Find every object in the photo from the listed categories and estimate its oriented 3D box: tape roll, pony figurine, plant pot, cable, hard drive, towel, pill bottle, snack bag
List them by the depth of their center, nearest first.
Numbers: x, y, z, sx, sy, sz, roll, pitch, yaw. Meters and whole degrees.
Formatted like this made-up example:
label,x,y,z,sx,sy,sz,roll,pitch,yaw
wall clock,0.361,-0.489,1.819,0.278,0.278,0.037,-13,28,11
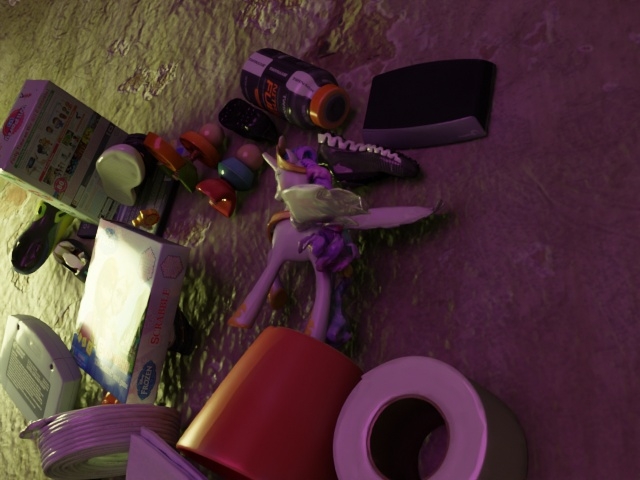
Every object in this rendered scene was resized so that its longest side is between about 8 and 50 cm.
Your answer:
label,x,y,z,sx,sy,sz,roll,pitch,yaw
tape roll,0.164,0.311,1.216,0.246,0.169,0.246,-16,58,28
plant pot,-0.059,0.291,1.337,0.275,0.275,0.243,12,63,38
snack bag,-0.222,0.526,1.355,0.342,0.037,0.323,27,114,35
pony figurine,0.000,0.000,1.451,0.351,0.303,0.364,10,90,40
cable,-0.384,0.371,1.508,0.257,0.257,0.089,-22,61,23
hard drive,0.199,-0.264,1.564,0.254,0.054,0.172,-2,66,34
pill bottle,-0.049,-0.310,1.711,0.245,0.130,0.130,32,87,41
towel,-0.327,-0.219,1.935,0.083,0.009,0.060,-6,64,32

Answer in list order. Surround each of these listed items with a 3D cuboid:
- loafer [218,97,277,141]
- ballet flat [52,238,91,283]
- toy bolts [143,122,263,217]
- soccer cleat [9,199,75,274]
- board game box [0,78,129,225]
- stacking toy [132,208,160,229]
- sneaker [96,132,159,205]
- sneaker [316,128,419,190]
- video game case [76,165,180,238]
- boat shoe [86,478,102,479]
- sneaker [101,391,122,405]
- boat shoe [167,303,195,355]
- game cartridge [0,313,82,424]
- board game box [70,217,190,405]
label,x,y,z,sx,sy,sz,roll,pitch,yaw
loafer,-0.162,-0.259,1.801,0.076,0.078,0.223,-51,32,-4
ballet flat,-0.589,0.038,1.945,0.203,0.074,0.074,32,87,41
toy bolts,-0.238,-0.185,1.749,0.228,0.218,0.158,34,78,23
soccer cleat,-0.666,-0.042,2.025,0.289,0.093,0.121,-57,6,-15
board game box,-0.574,-0.193,1.868,0.097,0.303,0.224,12,74,38
stacking toy,-0.404,0.061,1.809,0.221,0.052,0.167,-47,54,17
sneaker,-0.417,-0.190,1.811,0.296,0.104,0.147,132,160,-69
sneaker,0.082,-0.136,1.571,0.234,0.078,0.106,20,94,32
video game case,-0.454,-0.094,1.949,0.274,0.026,0.196,1,67,36
boat shoe,-0.470,0.471,1.637,0.073,0.080,0.224,-26,59,15
sneaker,-0.384,0.345,1.647,0.175,0.064,0.067,0,64,52
boat shoe,-0.309,0.152,1.684,0.065,0.083,0.183,-31,51,21
game cartridge,-0.618,0.292,1.797,0.297,0.062,0.198,33,108,41
board game box,-0.396,0.135,1.663,0.318,0.066,0.318,16,93,52
